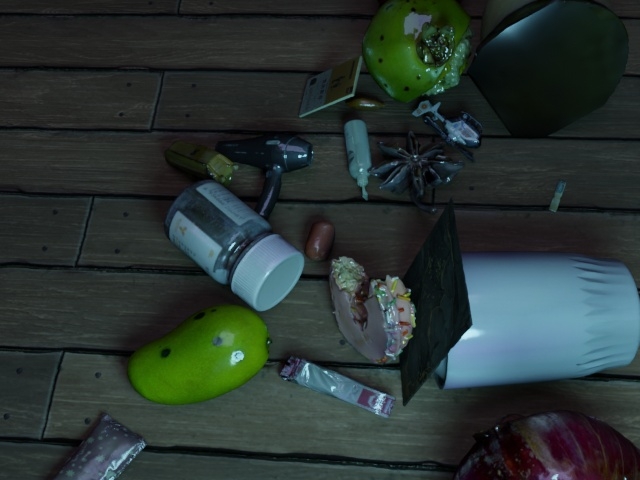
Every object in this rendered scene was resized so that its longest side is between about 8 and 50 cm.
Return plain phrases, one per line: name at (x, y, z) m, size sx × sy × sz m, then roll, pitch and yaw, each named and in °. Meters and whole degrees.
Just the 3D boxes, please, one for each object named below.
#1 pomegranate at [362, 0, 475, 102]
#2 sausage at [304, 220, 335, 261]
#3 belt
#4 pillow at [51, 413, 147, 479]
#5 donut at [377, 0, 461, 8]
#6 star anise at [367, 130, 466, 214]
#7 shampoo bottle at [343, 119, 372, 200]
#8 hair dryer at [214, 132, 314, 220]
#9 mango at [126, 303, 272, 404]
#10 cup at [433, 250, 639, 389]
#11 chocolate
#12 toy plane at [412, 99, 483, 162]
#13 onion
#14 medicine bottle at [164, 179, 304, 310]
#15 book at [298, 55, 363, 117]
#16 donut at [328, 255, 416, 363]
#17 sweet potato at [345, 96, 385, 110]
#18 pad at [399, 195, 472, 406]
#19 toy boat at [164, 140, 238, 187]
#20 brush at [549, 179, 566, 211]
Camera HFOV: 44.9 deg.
pomegranate at (0.227, -0.440, 1.740) m, size 0.261 × 0.340 × 0.260 m, roll 0°, pitch 97°, yaw -3°
sausage at (0.001, 0.000, 1.651) m, size 0.054 × 0.059 × 0.094 m, roll 15°, pitch 60°, yaw 6°
belt at (0.031, 0.278, 1.484) m, size 0.232 × 0.071 × 0.053 m, roll 18°, pitch 79°, yaw 16°
pillow at (-0.427, 0.422, 1.454) m, size 0.118 × 0.043 × 0.185 m, roll 27°, pitch 66°, yaw 21°
donut at (0.255, -0.624, 1.969) m, size 0.235 × 0.089 × 0.235 m, roll -2°, pitch 59°, yaw 4°
star anise at (0.211, -0.146, 1.701) m, size 0.209 × 0.089 × 0.231 m, roll 6°, pitch 56°, yaw 16°
shampoo bottle at (0.089, -0.182, 1.750) m, size 0.056 × 0.056 × 0.195 m, roll -7°, pitch 59°, yaw 1°
hair dryer at (-0.148, -0.120, 1.725) m, size 0.236 × 0.091 × 0.271 m, roll 4°, pitch 64°, yaw 17°
mango at (-0.236, 0.226, 1.501) m, size 0.293 × 0.143 × 0.175 m, roll -20°, pitch 59°, yaw 4°
cup at (0.372, 0.139, 1.432) m, size 0.372 × 0.253 × 0.253 m, roll -3°, pitch 60°, yaw 0°
chocolate at (0.497, -0.452, 1.746) m, size 0.326 × 0.314 × 0.297 m, roll -33°, pitch 36°, yaw 22°
toy plane at (0.305, -0.264, 1.783) m, size 0.078 × 0.053 × 0.197 m, roll -44°, pitch 70°, yaw -9°
onion at (0.365, 0.413, 1.278) m, size 0.348 × 0.347 × 0.385 m, roll -7°, pitch 22°, yaw 1°
medicine bottle at (-0.180, 0.009, 1.602) m, size 0.273 × 0.165 × 0.165 m, roll 39°, pitch 70°, yaw 22°
book at (0.023, -0.362, 1.824) m, size 0.172 × 0.012 × 0.118 m, roll -15°, pitch 52°, yaw 41°
donut at (0.102, 0.136, 1.492) m, size 0.085 × 0.199 × 0.233 m, roll -20°, pitch 23°, yaw -25°
sweet potato at (0.107, -0.326, 1.842) m, size 0.095 × 0.034 × 0.034 m, roll 2°, pitch 61°, yaw 8°
pad at (0.192, 0.121, 1.397) m, size 0.007 × 0.367 × 0.247 m, roll 4°, pitch 59°, yaw -10°
toy boat at (-0.272, -0.168, 1.743) m, size 0.226 × 0.088 × 0.068 m, roll 20°, pitch 57°, yaw 41°
brush at (0.519, -0.098, 1.693) m, size 0.016 × 0.013 × 0.083 m, roll 20°, pitch 66°, yaw 13°
